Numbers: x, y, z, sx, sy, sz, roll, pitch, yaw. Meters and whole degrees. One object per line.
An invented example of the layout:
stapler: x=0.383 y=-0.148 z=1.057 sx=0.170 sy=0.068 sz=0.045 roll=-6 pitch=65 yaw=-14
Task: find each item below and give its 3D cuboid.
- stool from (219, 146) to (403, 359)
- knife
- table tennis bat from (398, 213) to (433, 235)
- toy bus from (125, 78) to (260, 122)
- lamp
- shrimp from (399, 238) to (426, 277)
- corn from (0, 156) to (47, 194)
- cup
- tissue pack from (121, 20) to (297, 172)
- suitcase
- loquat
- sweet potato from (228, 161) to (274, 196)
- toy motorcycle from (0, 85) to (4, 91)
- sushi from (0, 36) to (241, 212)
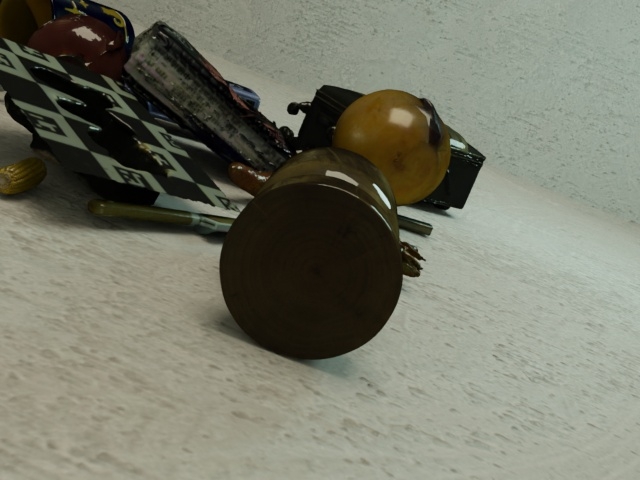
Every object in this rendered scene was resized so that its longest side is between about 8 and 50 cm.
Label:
stool: x=0.000 y=0.000 z=0.854 sx=0.179 sy=0.179 sz=0.264 roll=21 pitch=15 yaw=-1
knife: x=-0.146 y=-0.020 z=1.006 sx=0.061 sy=0.027 sz=0.343 roll=19 pitch=8 yaw=38
table tennis bat: x=0.085 y=-0.058 z=1.464 sx=0.274 sy=0.021 sz=0.154 roll=16 pitch=16 yaw=-11
toy bus: x=-0.276 y=-0.286 z=1.543 sx=0.292 sy=0.133 sz=0.125 roll=14 pitch=17 yaw=-25
lamp: x=-0.421 y=-0.311 z=1.351 sx=0.180 sy=0.180 sz=0.258 roll=17 pitch=18 yaw=-15
shrimp: x=0.045 y=-0.007 z=1.158 sx=0.267 sy=0.061 sz=0.145 roll=31 pitch=20 yaw=34
corn: x=-0.353 y=-0.075 z=0.905 sx=0.037 sy=0.037 sz=0.092 roll=22 pitch=14 yaw=1
cup: x=-0.529 y=-0.401 z=1.648 sx=0.178 sy=0.255 sz=0.256 roll=-13 pitch=-5 yaw=29
tissue pack: x=-0.199 y=-0.238 z=1.364 sx=0.332 sy=0.123 sz=0.245 roll=42 pitch=5 yaw=-21
suitcase: x=0.149 y=-0.212 z=1.756 sx=0.434 sy=0.194 sz=0.283 roll=14 pitch=17 yaw=-31
loquat: x=0.131 y=-0.173 z=1.459 sx=0.235 sy=0.235 sz=0.235 roll=20 pitch=15 yaw=-6
sweet potato: x=-0.066 y=-0.083 z=1.260 sx=0.255 sy=0.058 sz=0.078 roll=16 pitch=-11 yaw=-41
toy motorcycle: x=-0.584 y=-0.269 z=1.192 sx=0.151 sy=0.074 sz=0.229 roll=34 pitch=18 yaw=30
sushi: x=-0.324 y=-0.128 z=1.045 sx=0.373 sy=0.100 sz=0.296 roll=45 pitch=18 yaw=32
